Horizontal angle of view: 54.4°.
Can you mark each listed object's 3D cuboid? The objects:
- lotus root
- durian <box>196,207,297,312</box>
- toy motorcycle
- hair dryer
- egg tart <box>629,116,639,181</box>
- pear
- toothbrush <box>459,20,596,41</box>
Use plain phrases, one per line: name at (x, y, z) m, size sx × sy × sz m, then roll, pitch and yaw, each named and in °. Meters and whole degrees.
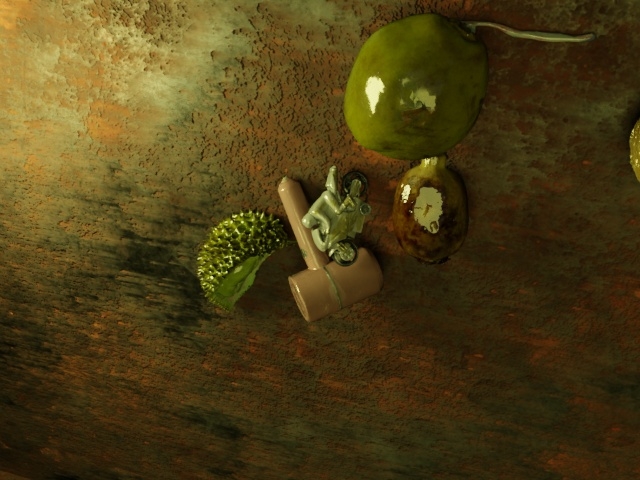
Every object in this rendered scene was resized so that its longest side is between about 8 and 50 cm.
lotus root at (0.245, -0.066, 1.391) m, size 0.169 × 0.141 × 0.314 m, roll -1°, pitch 121°, yaw 11°
durian at (-0.221, 0.048, 1.640) m, size 0.169 × 0.158 × 0.352 m, roll 12°, pitch 134°, yaw -36°
toy motorcycle at (0.033, -0.057, 1.441) m, size 0.151 × 0.074 × 0.228 m, roll 8°, pitch 91°, yaw -12°
hair dryer at (0.000, 0.000, 1.510) m, size 0.210 × 0.125 × 0.352 m, roll -23°, pitch 96°, yaw -10°
egg tart at (0.746, -0.176, 1.169) m, size 0.294 × 0.123 × 0.294 m, roll 15°, pitch 117°, yaw 31°
pear at (0.185, -0.290, 1.206) m, size 0.269 × 0.269 × 0.321 m, roll 40°, pitch 137°, yaw -11°
toothbrush at (0.391, -0.403, 1.205) m, size 0.269 × 0.021 × 0.027 m, roll 9°, pitch 137°, yaw 11°
